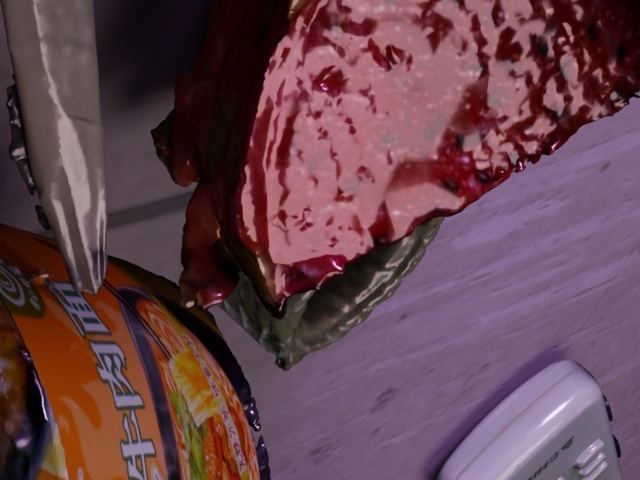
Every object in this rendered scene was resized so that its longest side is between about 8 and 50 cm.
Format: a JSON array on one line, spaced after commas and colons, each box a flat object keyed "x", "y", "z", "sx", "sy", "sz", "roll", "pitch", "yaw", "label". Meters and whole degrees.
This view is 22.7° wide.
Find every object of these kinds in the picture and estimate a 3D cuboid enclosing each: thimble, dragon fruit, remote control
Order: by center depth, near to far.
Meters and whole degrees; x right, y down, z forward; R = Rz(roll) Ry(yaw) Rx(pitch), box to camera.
[{"x": 0.031, "y": -0.100, "z": 0.575, "sx": 0.274, "sy": 0.161, "sz": 0.126, "roll": -31, "pitch": 117, "yaw": -13, "label": "dragon fruit"}, {"x": 0.000, "y": 0.000, "z": 0.713, "sx": 0.110, "sy": 0.062, "sz": 0.084, "roll": -49, "pitch": 153, "yaw": 7, "label": "thimble"}, {"x": 0.165, "y": 0.183, "z": 1.187, "sx": 0.140, "sy": 0.056, "sz": 0.296, "roll": -43, "pitch": 153, "yaw": -8, "label": "remote control"}]

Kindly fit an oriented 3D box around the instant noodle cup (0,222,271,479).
[{"x": -0.129, "y": 0.086, "z": 0.504, "sx": 0.230, "sy": 0.230, "sz": 0.182, "roll": -53, "pitch": 160, "yaw": 14, "label": "instant noodle cup"}]

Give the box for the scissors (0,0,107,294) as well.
[{"x": -0.073, "y": -0.122, "z": 0.379, "sx": 0.109, "sy": 0.022, "sz": 0.300, "roll": -23, "pitch": 122, "yaw": -34, "label": "scissors"}]
